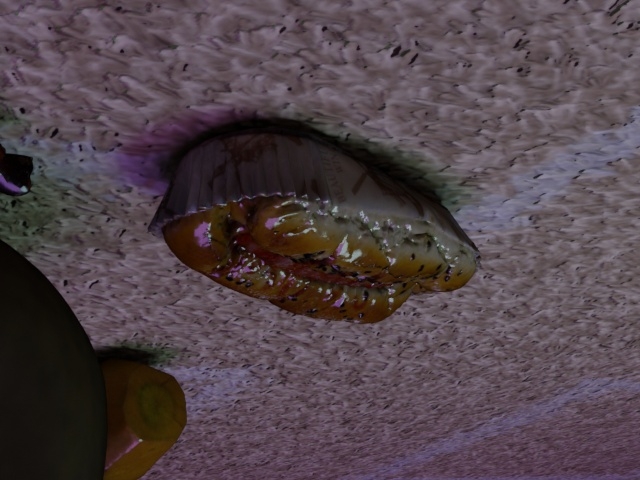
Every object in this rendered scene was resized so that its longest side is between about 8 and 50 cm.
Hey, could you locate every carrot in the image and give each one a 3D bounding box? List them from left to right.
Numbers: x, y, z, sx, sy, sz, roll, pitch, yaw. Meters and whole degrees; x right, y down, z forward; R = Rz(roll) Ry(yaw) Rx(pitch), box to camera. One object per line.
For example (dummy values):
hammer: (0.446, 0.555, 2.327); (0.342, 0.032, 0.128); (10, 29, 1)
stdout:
carrot: (-0.245, 0.186, 1.301); (0.114, 0.114, 0.302); (12, 154, -44)

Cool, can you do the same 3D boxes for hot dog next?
hot dog: (0.000, 0.000, 0.903); (0.144, 0.075, 0.268); (-20, 159, 32)

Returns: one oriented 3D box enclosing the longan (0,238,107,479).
longan: (-0.272, 0.099, 0.805); (0.288, 0.288, 0.350); (-16, 151, 24)

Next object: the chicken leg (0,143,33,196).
chicken leg: (-0.210, -0.068, 0.670); (0.089, 0.048, 0.219); (-19, 158, 38)
